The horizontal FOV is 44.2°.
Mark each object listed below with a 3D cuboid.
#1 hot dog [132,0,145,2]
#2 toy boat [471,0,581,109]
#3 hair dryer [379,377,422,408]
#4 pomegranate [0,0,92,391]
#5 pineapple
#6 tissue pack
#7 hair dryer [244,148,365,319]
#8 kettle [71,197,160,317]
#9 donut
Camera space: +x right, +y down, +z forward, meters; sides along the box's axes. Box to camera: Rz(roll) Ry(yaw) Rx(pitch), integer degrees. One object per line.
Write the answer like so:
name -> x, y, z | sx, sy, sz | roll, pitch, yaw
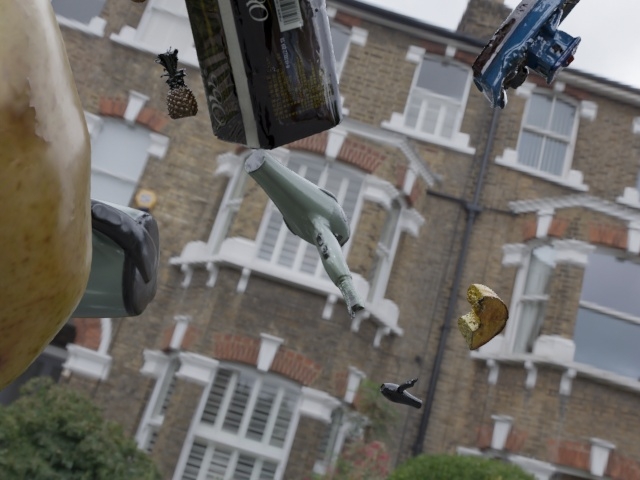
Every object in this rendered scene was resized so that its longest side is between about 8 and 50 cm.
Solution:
hot dog -> -0.260, -0.427, 1.198 | 0.071, 0.045, 0.165 | 51, -45, -1
toy boat -> 0.287, -0.261, 1.004 | 0.097, 0.223, 0.100 | 38, -5, 14
hair dryer -> 0.150, 0.253, 1.322 | 0.079, 0.031, 0.083 | 25, -36, -15
pomegranate -> -0.320, -0.053, 0.456 | 0.417, 0.416, 0.416 | 14, -20, 5
pineapple -> -0.250, -0.276, 1.373 | 0.058, 0.124, 0.058 | -10, 14, 3
tissue pack -> -0.104, -0.368, 1.401 | 0.210, 0.369, 0.198 | -20, 25, -26
hair dryer -> -0.024, -0.029, 1.174 | 0.229, 0.092, 0.267 | 46, 12, -24
kettle -> -0.325, 0.006, 0.975 | 0.237, 0.161, 0.221 | 9, -31, 3
donut -> 0.185, 0.085, 0.933 | 0.067, 0.038, 0.083 | -34, -45, 13
